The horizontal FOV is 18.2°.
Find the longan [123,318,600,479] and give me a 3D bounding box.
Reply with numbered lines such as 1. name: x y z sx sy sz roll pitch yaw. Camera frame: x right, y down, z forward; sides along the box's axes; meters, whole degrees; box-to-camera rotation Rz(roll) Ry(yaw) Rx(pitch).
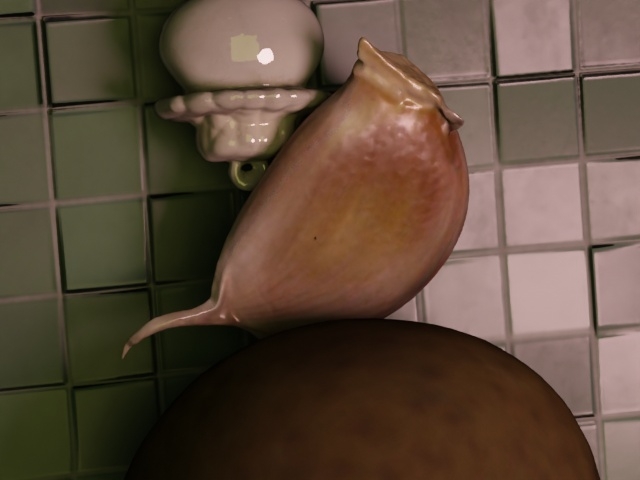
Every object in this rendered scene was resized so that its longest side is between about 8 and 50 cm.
1. longan: 0.026 0.197 1.269 0.318 0.319 0.319 -1 95 -11

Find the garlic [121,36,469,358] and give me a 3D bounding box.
1. garlic: 0.000 0.005 1.321 0.148 0.128 0.266 36 92 -14

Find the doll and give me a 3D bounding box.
1. doll: -0.052 -0.179 1.310 0.138 0.119 0.293 -3 90 -27
